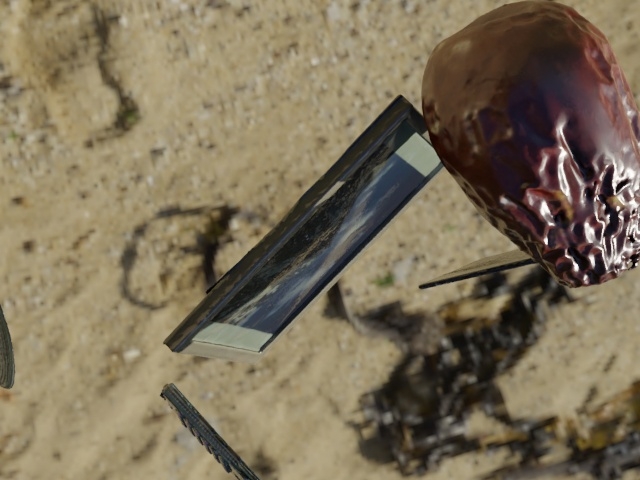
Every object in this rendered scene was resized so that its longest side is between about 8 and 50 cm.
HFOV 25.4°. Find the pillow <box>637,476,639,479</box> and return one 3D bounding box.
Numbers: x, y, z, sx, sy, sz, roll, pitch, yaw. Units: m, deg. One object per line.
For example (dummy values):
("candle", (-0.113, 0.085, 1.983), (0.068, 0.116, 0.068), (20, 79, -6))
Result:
("pillow", (0.316, 0.188, 1.166), (0.208, 0.053, 0.119), (-36, 139, -28))

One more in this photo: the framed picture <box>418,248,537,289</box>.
("framed picture", (0.287, -0.001, 1.494), (0.323, 0.013, 0.244), (-16, 180, 22))

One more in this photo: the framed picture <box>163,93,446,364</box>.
("framed picture", (0.000, 0.000, 1.220), (0.281, 0.019, 0.209), (-46, 162, 8))

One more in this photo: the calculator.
("calculator", (-0.094, 0.204, 1.371), (0.018, 0.172, 0.057), (-42, 158, -13))

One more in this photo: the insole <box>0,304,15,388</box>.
("insole", (-0.362, 0.062, 1.519), (0.003, 0.080, 0.232), (-30, 125, -37))

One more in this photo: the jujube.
("jujube", (0.177, -0.070, 1.111), (0.168, 0.168, 0.236), (-24, 108, 12))
